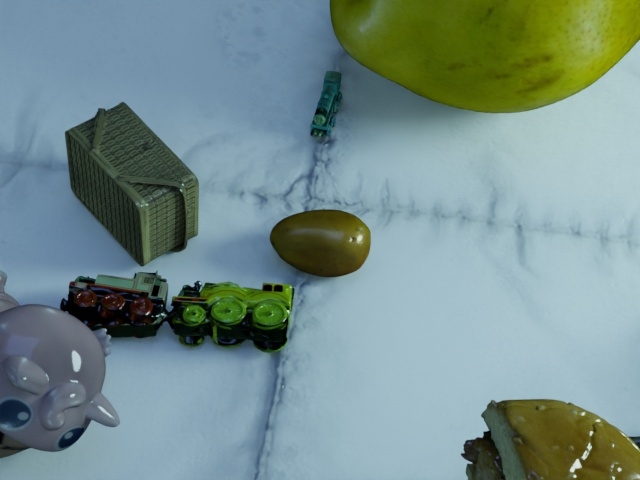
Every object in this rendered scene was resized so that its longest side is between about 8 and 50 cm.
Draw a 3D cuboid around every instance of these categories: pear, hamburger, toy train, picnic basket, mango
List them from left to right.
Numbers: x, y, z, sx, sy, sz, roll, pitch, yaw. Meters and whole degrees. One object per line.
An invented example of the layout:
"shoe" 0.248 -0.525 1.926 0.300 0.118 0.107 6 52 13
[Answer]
"picnic basket" -0.212 -0.064 1.646 0.079 0.115 0.164 -32 59 -25
"toy train" -0.154 0.074 1.580 0.249 0.053 0.085 4 42 -1
"mango" 0.000 0.000 1.648 0.114 0.060 0.080 -5 48 -4
"toy train" 0.008 -0.166 1.798 0.029 0.045 0.092 11 48 7
"pear" 0.220 -0.329 1.753 0.418 0.362 0.362 -6 51 -16
"hamburger" 0.246 0.282 1.383 0.282 0.155 0.245 29 46 12

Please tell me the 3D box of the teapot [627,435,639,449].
"teapot" 0.361 0.201 1.507 0.110 0.085 0.080 7 45 26

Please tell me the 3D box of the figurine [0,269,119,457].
"figurine" -0.328 0.130 1.476 0.287 0.176 0.186 31 95 38
